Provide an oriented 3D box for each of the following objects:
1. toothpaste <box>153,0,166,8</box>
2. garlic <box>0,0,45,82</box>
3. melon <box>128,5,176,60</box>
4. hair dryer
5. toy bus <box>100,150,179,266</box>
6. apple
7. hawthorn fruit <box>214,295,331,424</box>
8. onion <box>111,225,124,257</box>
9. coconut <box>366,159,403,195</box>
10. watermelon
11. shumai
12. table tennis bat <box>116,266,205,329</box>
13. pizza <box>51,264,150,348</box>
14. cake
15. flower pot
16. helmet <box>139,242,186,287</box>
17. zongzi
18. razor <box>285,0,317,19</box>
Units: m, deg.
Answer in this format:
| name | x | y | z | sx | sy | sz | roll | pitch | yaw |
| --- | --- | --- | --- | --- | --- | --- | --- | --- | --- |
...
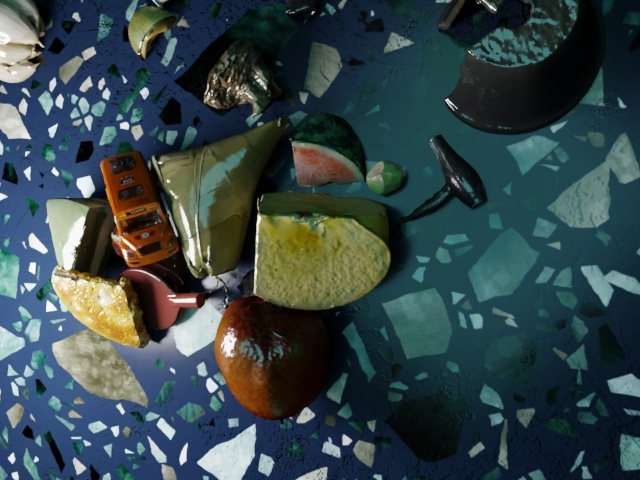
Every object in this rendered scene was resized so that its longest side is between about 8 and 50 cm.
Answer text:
| name | x | y | z | sx | sy | sz | roll | pitch | yaw |
| --- | --- | --- | --- | --- | --- | --- | --- | --- | --- |
| toothpaste | -0.338 | -0.769 | 1.415 | 0.323 | 0.066 | 0.100 | -36 | 81 | 11 |
| garlic | -0.947 | -0.622 | 1.564 | 0.203 | 0.184 | 0.280 | 25 | 98 | -3 |
| melon | -0.503 | -0.606 | 1.463 | 0.128 | 0.079 | 0.160 | 45 | 105 | 11 |
| hair dryer | 0.264 | -0.119 | 1.233 | 0.219 | 0.075 | 0.195 | -39 | 70 | 24 |
| toy bus | -0.485 | -0.088 | 1.365 | 0.143 | 0.153 | 0.329 | -19 | 51 | -15 |
| apple | 0.000 | 0.000 | 1.219 | 0.310 | 0.252 | 0.313 | 5 | 65 | -5 |
| hawthorn fruit | -0.113 | 0.306 | 1.276 | 0.285 | 0.284 | 0.368 | 0 | 114 | 19 |
| onion | -0.550 | -0.008 | 1.484 | 0.119 | 0.119 | 0.117 | 26 | 96 | 16 |
| coconut | 0.161 | -0.154 | 1.253 | 0.082 | 0.081 | 0.083 | 1 | 109 | 53 |
| watermelon | 0.007 | -0.199 | 1.267 | 0.136 | 0.208 | 0.202 | 40 | 122 | 40 |
| shumai | -0.196 | -0.402 | 1.345 | 0.176 | 0.166 | 0.206 | 39 | 117 | -13 |
| table tennis bat | -0.460 | 0.167 | 1.452 | 0.311 | 0.038 | 0.200 | -2 | 115 | 26 |
| pizza | -0.590 | 0.172 | 1.442 | 0.226 | 0.086 | 0.335 | -37 | 109 | 25 |
| cake | -0.719 | 0.000 | 1.522 | 0.172 | 0.158 | 0.283 | 24 | 102 | 18 |
| flower pot | 0.414 | -0.433 | 1.069 | 0.380 | 0.251 | 0.378 | 0 | 90 | 18 |
| helmet | -0.432 | 0.045 | 1.440 | 0.175 | 0.155 | 0.106 | 37 | 65 | -11 |
| zongzi | -0.213 | -0.059 | 1.336 | 0.419 | 0.181 | 0.446 | -18 | 88 | 18 |
| razor | -0.053 | -0.646 | 1.321 | 0.090 | 0.054 | 0.147 | -9 | 90 | 19 |
